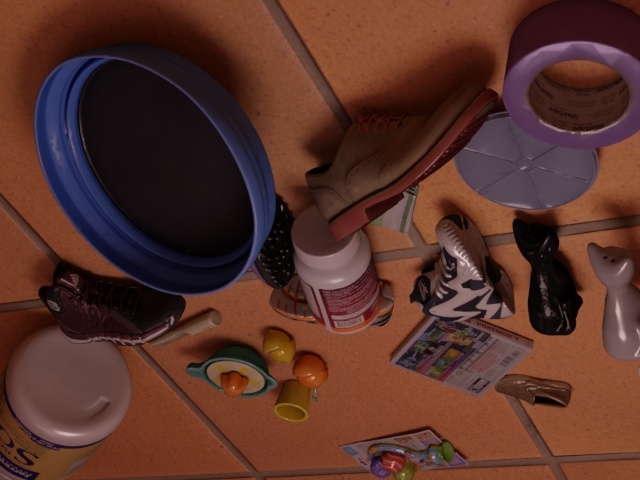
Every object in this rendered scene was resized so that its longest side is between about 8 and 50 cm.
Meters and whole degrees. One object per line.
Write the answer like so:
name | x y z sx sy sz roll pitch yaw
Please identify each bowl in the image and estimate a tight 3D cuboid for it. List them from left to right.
bowl | -0.235 -0.102 1.747 0.391 0.077 0.391 19 131 24

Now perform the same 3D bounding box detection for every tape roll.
tape roll | 0.326 -0.206 1.535 0.189 0.080 0.189 8 142 7

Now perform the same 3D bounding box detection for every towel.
towel | 0.068 -0.059 1.858 0.152 0.023 0.113 12 142 4

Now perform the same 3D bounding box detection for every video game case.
video game case | 0.242 0.195 2.132 0.184 0.023 0.201 22 144 -10

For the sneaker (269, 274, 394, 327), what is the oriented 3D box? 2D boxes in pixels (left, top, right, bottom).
sneaker | 0.020 0.113 2.052 0.215 0.084 0.083 5 150 13

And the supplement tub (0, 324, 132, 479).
supplement tub | -0.525 0.331 2.376 0.241 0.241 0.331 25 141 -14

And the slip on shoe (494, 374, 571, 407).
slip on shoe | 0.374 0.271 2.169 0.135 0.041 0.051 7 143 9

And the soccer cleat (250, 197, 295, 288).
soccer cleat | -0.136 -0.047 1.886 0.117 0.108 0.318 2 141 34

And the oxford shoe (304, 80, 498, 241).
oxford shoe | 0.095 -0.127 1.674 0.348 0.123 0.130 -39 86 39

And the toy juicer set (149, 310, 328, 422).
toy juicer set | -0.141 0.229 2.244 0.329 0.089 0.209 24 142 -12

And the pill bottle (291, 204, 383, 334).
pill bottle | 0.025 0.044 1.910 0.121 0.121 0.221 3 147 14

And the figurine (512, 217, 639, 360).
figurine | 0.390 0.065 1.816 0.215 0.092 0.209 18 146 40

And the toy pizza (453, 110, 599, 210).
toy pizza | 0.286 -0.115 1.706 0.201 0.032 0.201 10 143 8

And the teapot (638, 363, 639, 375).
teapot | 0.591 0.128 1.798 0.187 0.256 0.252 44 -178 25

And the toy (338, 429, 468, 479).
toy | 0.161 0.447 2.456 0.237 0.056 0.137 -21 130 37

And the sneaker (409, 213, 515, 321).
sneaker | 0.193 0.057 1.906 0.153 0.094 0.235 -17 144 23

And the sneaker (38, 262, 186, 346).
sneaker | -0.385 0.104 2.153 0.281 0.106 0.162 -10 134 30
